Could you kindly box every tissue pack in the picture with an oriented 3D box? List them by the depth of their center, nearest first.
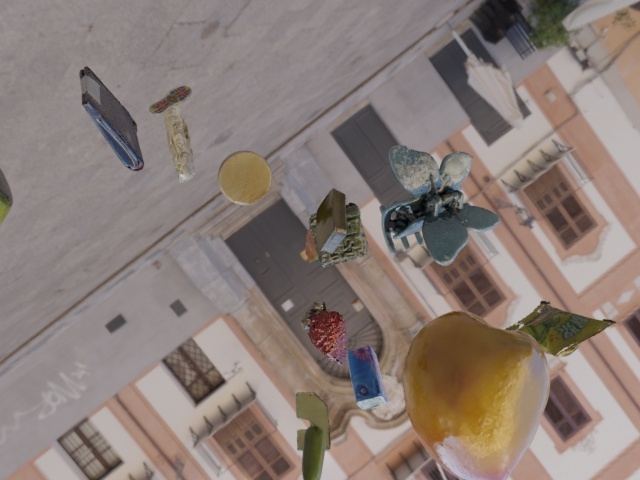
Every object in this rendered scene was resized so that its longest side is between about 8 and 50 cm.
[{"bbox_3d":[0.228,0.682,2.460,0.146,0.264,0.198,-18,147,8],"label":"tissue pack"}]

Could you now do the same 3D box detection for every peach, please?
[{"bbox_3d":[0.296,0.304,0.995,0.308,0.288,0.289,-66,-172,-7],"label":"peach"}]

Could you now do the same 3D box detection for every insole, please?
[{"bbox_3d":[-0.498,-0.472,1.661,0.193,0.065,0.006,-52,172,-40],"label":"insole"}]

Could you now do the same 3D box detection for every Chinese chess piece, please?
[{"bbox_3d":[-0.346,-0.288,2.279,0.250,0.251,0.097,-38,-165,-3],"label":"Chinese chess piece"}]

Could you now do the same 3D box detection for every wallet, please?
[{"bbox_3d":[-0.620,-0.354,1.463,0.071,0.221,0.262,-24,139,-1],"label":"wallet"}]

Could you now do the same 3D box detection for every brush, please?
[{"bbox_3d":[0.036,-0.063,1.616,0.123,0.059,0.197,-51,-151,41],"label":"brush"}]

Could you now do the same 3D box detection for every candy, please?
[{"bbox_3d":[0.672,0.254,1.431,0.187,0.081,0.297,-33,-173,-7],"label":"candy"},{"bbox_3d":[-0.011,0.272,1.709,0.110,0.095,0.085,-57,-164,-11],"label":"candy"}]

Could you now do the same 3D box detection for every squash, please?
[{"bbox_3d":[-0.018,0.599,1.371,0.066,0.066,0.201,-36,-158,19],"label":"squash"}]

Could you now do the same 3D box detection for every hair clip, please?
[{"bbox_3d":[0.362,-0.104,1.617,0.318,0.392,0.238,-17,167,-26],"label":"hair clip"}]

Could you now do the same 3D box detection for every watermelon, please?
[{"bbox_3d":[0.021,0.000,2.456,0.146,0.231,0.128,7,-173,28],"label":"watermelon"}]

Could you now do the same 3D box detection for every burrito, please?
[{"bbox_3d":[-0.684,-0.481,2.405,0.117,0.393,0.076,-18,-168,-37],"label":"burrito"}]

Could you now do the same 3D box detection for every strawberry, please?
[{"bbox_3d":[0.015,0.299,1.566,0.140,0.193,0.085,12,-168,28],"label":"strawberry"}]

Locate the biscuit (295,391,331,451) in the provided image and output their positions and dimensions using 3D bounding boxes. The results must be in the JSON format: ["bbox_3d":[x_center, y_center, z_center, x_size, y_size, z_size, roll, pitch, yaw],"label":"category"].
[{"bbox_3d":[-0.037,0.788,2.160,0.147,0.250,0.046,2,148,-12],"label":"biscuit"}]

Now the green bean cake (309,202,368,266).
[{"bbox_3d":[0.084,-0.028,2.254,0.240,0.255,0.132,-11,-166,10],"label":"green bean cake"}]

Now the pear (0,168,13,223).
[{"bbox_3d":[-0.977,-0.182,1.336,0.165,0.399,0.399,-30,-178,-11],"label":"pear"}]
